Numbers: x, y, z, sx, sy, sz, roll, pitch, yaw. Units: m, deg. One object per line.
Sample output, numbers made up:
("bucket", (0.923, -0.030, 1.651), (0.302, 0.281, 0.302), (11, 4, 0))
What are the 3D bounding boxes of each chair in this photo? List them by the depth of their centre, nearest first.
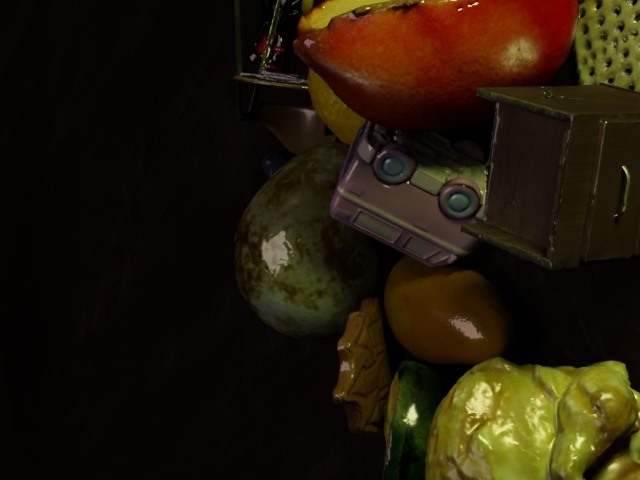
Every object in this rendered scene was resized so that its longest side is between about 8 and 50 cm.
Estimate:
("chair", (-0.039, -0.249, 1.991), (0.159, 0.172, 0.246), (11, 99, 25))

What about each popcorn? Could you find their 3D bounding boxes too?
("popcorn", (0.254, 0.256, 1.441), (0.276, 0.276, 0.225), (-62, 3, 35))

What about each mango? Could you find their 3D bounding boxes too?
("mango", (0.166, 0.099, 1.680), (0.253, 0.113, 0.138), (33, 100, 57))

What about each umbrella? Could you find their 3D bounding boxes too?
("umbrella", (-0.020, -0.057, 2.063), (0.248, 0.071, 0.071), (54, 132, 41))

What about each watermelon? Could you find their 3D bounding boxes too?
("watermelon", (0.142, 0.269, 1.680), (0.204, 0.127, 0.232), (81, -167, -58))

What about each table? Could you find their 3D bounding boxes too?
("table", (0.285, -0.073, 1.398), (0.172, 0.193, 0.169), (27, 117, 54))

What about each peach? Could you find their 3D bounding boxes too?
("peach", (0.143, -0.226, 1.552), (0.258, 0.362, 0.201), (31, 140, 59))

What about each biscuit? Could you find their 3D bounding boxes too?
("biscuit", (0.346, -0.203, 1.501), (0.144, 0.016, 0.203), (-27, 65, 55))
("biscuit", (0.070, 0.175, 1.731), (0.034, 0.215, 0.182), (-4, 104, 24))

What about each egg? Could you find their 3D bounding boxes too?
("egg", (0.000, 0.000, 1.855), (0.238, 0.238, 0.289), (8, 79, 59))

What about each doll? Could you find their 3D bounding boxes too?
("doll", (-0.063, -0.376, 2.139), (0.127, 0.088, 0.248), (42, 135, 27))

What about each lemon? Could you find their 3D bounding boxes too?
("lemon", (0.082, -0.216, 1.773), (0.231, 0.192, 0.192), (43, 124, 57))

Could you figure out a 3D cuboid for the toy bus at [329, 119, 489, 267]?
("toy bus", (0.125, -0.065, 1.662), (0.142, 0.203, 0.142), (-60, 6, 30))
